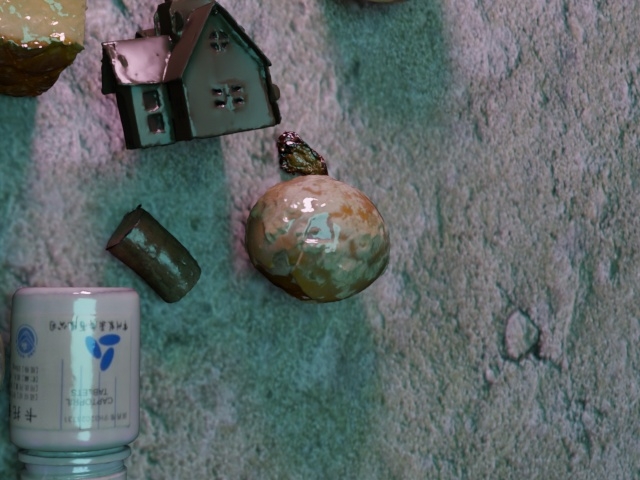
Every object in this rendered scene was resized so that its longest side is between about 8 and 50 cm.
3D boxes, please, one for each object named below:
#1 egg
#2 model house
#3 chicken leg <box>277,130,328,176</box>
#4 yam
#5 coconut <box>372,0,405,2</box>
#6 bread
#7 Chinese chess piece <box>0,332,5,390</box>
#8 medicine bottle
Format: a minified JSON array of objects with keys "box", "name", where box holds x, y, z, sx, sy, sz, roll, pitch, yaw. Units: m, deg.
[{"box":[0.000,0.000,1.461,0.233,0.194,0.195,23,77,-38],"name":"egg"},{"box":[-0.198,-0.257,1.355,0.204,0.211,0.244,-14,99,-29],"name":"model house"},{"box":[-0.018,-0.108,1.542,0.062,0.037,0.145,-40,106,0],"name":"chicken leg"},{"box":[-0.237,0.021,1.403,0.127,0.084,0.084,47,69,-22],"name":"yam"},{"box":[0.110,-0.476,1.528,0.197,0.237,0.237,32,71,11],"name":"coconut"},{"box":[-0.443,-0.309,1.204,0.278,0.279,0.207,6,83,-25],"name":"bread"},{"box":[-0.525,0.155,1.236,0.249,0.103,0.250,2,87,-29],"name":"Chinese chess piece"},{"box":[-0.322,0.206,1.299,0.170,0.170,0.293,1,89,-27],"name":"medicine bottle"}]
